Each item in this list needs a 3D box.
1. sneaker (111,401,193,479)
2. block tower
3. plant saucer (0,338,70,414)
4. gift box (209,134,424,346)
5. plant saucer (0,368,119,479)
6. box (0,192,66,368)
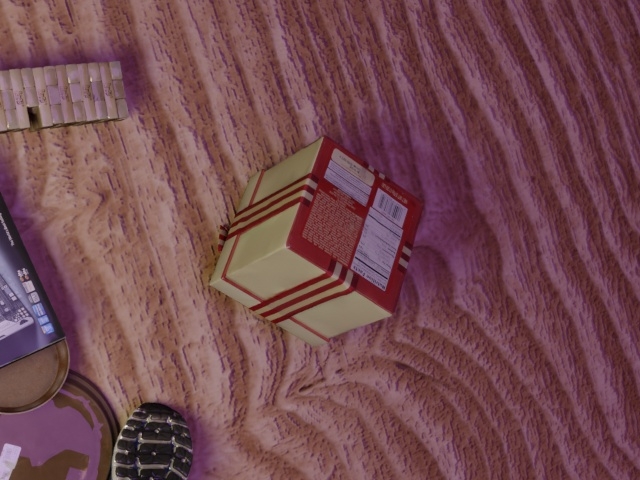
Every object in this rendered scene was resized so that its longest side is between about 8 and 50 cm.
[{"bbox_3d":[-0.291,0.414,1.678,0.130,0.147,0.330,19,62,-21],"label":"sneaker"},{"bbox_3d":[-0.451,-0.207,1.607,0.335,0.097,0.091,-11,96,-29],"label":"block tower"},{"bbox_3d":[-0.462,0.181,1.609,0.168,0.029,0.168,7,65,-15],"label":"plant saucer"},{"bbox_3d":[0.000,0.000,1.762,0.255,0.258,0.276,37,54,-21],"label":"gift box"},{"bbox_3d":[-0.438,0.328,1.645,0.278,0.041,0.278,0,91,-27],"label":"plant saucer"},{"bbox_3d":[-0.543,0.054,1.541,0.242,0.076,0.307,-24,91,-26],"label":"box"}]
